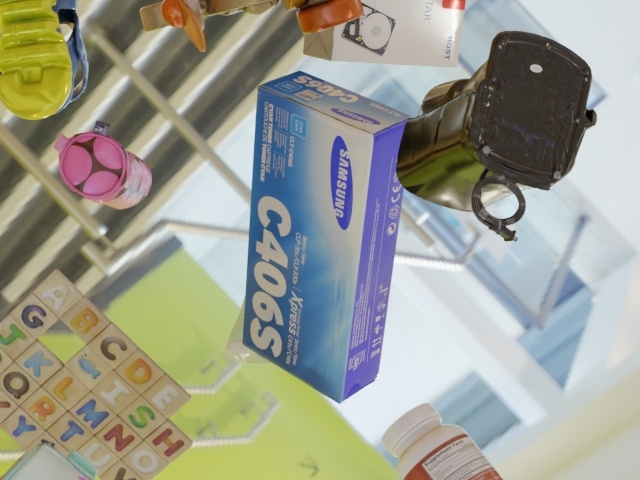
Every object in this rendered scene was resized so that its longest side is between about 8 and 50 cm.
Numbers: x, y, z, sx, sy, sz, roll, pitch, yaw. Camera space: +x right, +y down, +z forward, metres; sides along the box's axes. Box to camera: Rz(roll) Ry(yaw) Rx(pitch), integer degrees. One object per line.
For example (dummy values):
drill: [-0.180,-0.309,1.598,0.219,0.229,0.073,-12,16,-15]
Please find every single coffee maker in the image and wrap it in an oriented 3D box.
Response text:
coffee maker: [0.137,-0.081,0.986,0.171,0.120,0.178,-52,-173,-17]

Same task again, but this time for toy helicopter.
toy helicopter: [-0.133,-0.306,1.441,0.235,0.140,0.355,-29,-162,-36]

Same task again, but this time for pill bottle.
pill bottle: [0.185,0.341,1.585,0.121,0.216,0.121,-30,153,-17]

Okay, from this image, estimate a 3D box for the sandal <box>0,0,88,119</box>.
sandal: [-0.369,-0.307,1.483,0.126,0.317,0.138,-1,175,7]

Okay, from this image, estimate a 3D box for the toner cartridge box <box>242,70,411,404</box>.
toner cartridge box: [0.000,0.000,1.273,0.075,0.165,0.347,-28,133,-44]

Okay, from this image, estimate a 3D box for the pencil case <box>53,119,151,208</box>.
pencil case: [-0.281,-0.093,1.463,0.209,0.098,0.095,100,15,-86]

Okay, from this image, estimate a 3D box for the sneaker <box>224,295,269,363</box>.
sneaker: [-0.038,0.129,1.880,0.256,0.094,0.151,0,-114,31]

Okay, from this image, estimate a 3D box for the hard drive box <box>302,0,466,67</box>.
hard drive box: [0.100,-0.359,1.685,0.232,0.181,0.089,-4,-163,-31]

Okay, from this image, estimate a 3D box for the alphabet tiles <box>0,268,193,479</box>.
alphabet tiles: [-0.260,0.172,1.207,0.198,0.237,0.009,-41,-170,22]

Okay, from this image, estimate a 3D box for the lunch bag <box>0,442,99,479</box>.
lunch bag: [-0.259,0.267,0.861,0.224,0.108,0.279,-46,-176,-28]
